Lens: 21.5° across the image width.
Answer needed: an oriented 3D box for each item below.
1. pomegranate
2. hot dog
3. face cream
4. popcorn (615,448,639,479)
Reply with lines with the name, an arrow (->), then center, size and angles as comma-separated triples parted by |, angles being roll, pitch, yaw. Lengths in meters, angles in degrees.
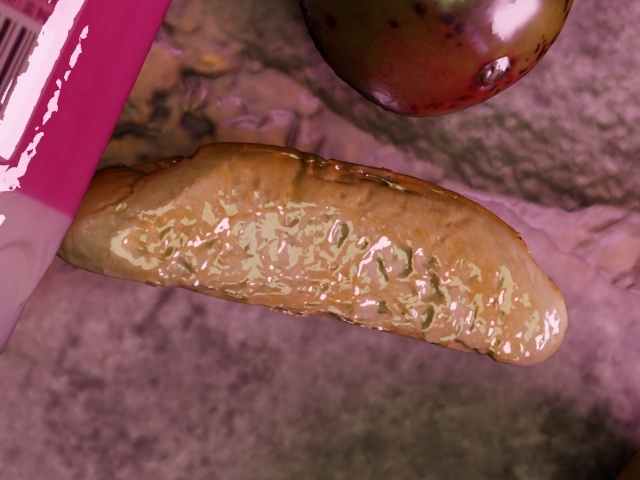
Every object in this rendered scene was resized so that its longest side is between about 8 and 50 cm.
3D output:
pomegranate -> 0.050, -0.117, 0.751 | 0.130, 0.130, 0.130 | -1, 95, -17
hot dog -> 0.000, 0.000, 0.757 | 0.242, 0.084, 0.073 | 13, 86, -17
face cream -> -0.164, -0.068, 0.651 | 0.175, 0.175, 0.195 | 26, 86, -17
popcorn -> 0.194, 0.180, 0.783 | 0.187, 0.185, 0.167 | -45, 102, -16
